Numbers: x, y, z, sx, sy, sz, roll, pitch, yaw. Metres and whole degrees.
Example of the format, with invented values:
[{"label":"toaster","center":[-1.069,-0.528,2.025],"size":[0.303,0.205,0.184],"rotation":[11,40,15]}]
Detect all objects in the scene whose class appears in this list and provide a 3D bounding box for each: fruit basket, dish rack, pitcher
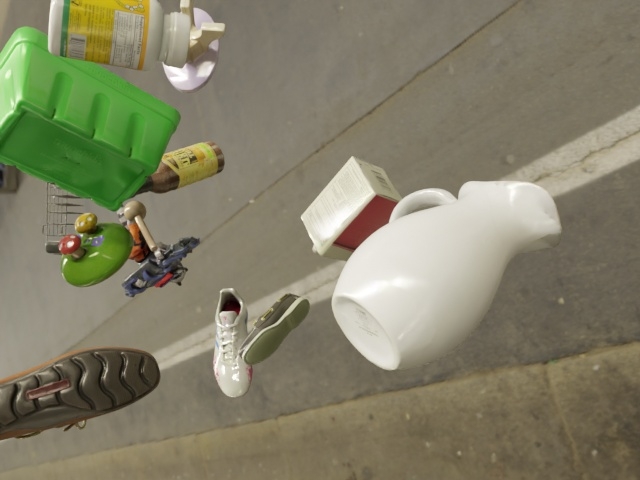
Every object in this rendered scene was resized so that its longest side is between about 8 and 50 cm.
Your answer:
[{"label":"fruit basket","center":[-0.519,-0.279,1.405],"size":[0.283,0.392,0.392],"rotation":[-38,64,29]},{"label":"dish rack","center":[-0.703,-0.091,1.822],"size":[0.208,0.074,0.272],"rotation":[-171,82,-83]},{"label":"pitcher","center":[0.097,0.019,0.632],"size":[0.177,0.207,0.126],"rotation":[18,138,52]}]

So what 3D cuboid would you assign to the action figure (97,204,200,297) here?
[{"label":"action figure","center":[-0.534,0.013,2.109],"size":[0.341,0.330,0.179],"rotation":[-28,31,19]}]

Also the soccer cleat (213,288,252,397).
[{"label":"soccer cleat","center":[-0.269,0.294,1.949],"size":[0.143,0.115,0.331],"rotation":[82,179,-54]}]

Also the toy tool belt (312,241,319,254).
[{"label":"toy tool belt","center":[0.000,0.000,1.895],"size":[0.051,0.052,0.083],"rotation":[149,117,-80]}]

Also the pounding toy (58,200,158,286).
[{"label":"pounding toy","center":[-0.513,-0.009,1.513],"size":[0.183,0.236,0.110],"rotation":[60,178,46]}]

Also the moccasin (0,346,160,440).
[{"label":"moccasin","center":[-0.497,0.301,1.259],"size":[0.139,0.379,0.147],"rotation":[66,160,8]}]

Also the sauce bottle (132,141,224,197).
[{"label":"sauce bottle","center":[-0.433,-0.199,1.917],"size":[0.111,0.344,0.112],"rotation":[18,121,33]}]

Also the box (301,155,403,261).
[{"label":"box","center":[0.083,-0.077,1.728],"size":[0.232,0.126,0.149],"rotation":[-48,49,27]}]

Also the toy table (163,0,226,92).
[{"label":"toy table","center":[-0.403,-0.609,2.003],"size":[0.161,0.252,0.275],"rotation":[86,176,-78]}]

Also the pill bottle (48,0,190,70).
[{"label":"pill bottle","center":[-0.319,-0.338,1.058],"size":[0.117,0.208,0.118],"rotation":[-175,90,-69]}]

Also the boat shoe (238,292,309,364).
[{"label":"boat shoe","center":[-0.123,0.214,1.616],"size":[0.068,0.227,0.081],"rotation":[22,139,36]}]
